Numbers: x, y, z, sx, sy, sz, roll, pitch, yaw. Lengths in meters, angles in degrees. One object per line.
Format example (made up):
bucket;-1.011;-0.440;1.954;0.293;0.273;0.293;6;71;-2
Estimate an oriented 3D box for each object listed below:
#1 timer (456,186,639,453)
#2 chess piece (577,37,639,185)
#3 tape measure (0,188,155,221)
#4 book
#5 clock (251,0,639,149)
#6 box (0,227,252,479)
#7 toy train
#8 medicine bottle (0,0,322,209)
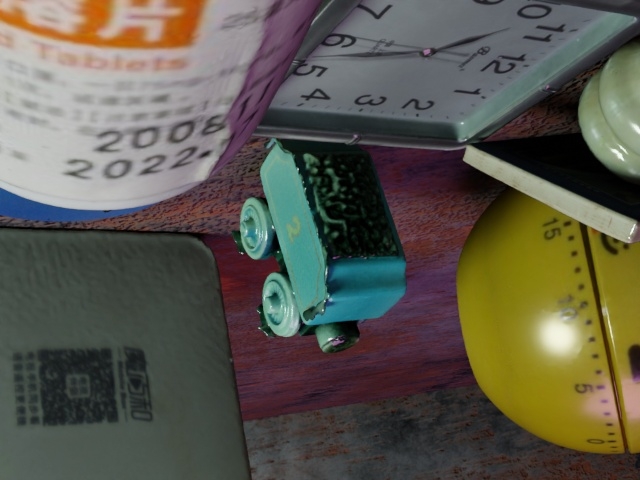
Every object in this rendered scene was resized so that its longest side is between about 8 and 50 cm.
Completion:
timer;0.358;0.059;1.142;0.387;0.376;0.376;-11;163;16
chess piece;0.317;-0.152;0.826;0.133;0.133;0.243;-5;156;-14
tape measure;-0.251;-0.065;0.836;0.351;0.098;0.215;-21;159;38
book;0.292;-0.061;0.973;0.269;0.025;0.191;-10;-149;-41
clock;0.083;-0.151;0.813;0.279;0.049;0.273;1;160;-30
box;-0.264;0.168;1.100;0.373;0.367;0.090;3;157;-33
toy train;0.000;0.000;1.002;0.112;0.203;0.163;-6;154;-29
medicine bottle;-0.081;-0.168;0.406;0.211;0.211;0.371;-4;162;-17
